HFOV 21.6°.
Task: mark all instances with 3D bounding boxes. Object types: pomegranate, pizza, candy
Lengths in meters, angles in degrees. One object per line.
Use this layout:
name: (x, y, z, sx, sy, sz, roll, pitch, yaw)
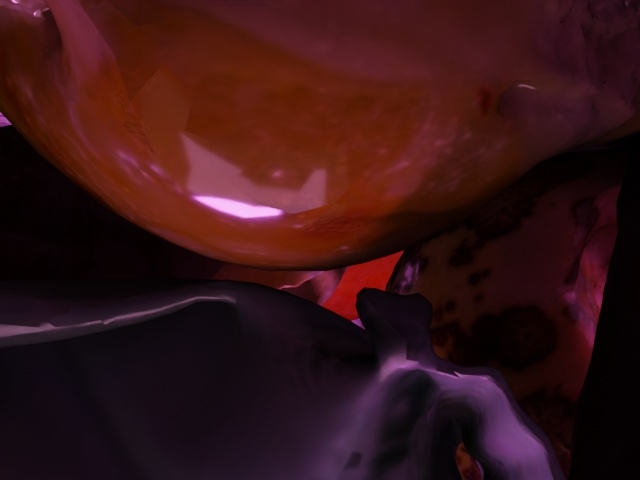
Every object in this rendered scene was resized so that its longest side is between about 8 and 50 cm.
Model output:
pomegranate: (0.138, 0.032, 0.713, 0.222, 0.277, 0.204, -11, -139, -8)
pizza: (-0.040, -0.038, 0.361, 0.188, 0.081, 0.204, 6, 177, 36)
candy: (-0.122, 0.132, 0.472, 0.398, 0.172, 0.263, -30, 168, 2)

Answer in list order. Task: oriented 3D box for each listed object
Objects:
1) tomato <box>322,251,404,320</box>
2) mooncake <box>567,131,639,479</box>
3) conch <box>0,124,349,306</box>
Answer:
tomato: (0.000, 0.000, 1.100, 0.199, 0.112, 0.228, 7, -178, -23)
mooncake: (0.212, 0.042, 0.444, 0.290, 0.161, 0.290, 6, 179, 0)
conch: (-0.128, 0.010, 0.638, 0.186, 0.324, 0.263, 44, 160, 19)
